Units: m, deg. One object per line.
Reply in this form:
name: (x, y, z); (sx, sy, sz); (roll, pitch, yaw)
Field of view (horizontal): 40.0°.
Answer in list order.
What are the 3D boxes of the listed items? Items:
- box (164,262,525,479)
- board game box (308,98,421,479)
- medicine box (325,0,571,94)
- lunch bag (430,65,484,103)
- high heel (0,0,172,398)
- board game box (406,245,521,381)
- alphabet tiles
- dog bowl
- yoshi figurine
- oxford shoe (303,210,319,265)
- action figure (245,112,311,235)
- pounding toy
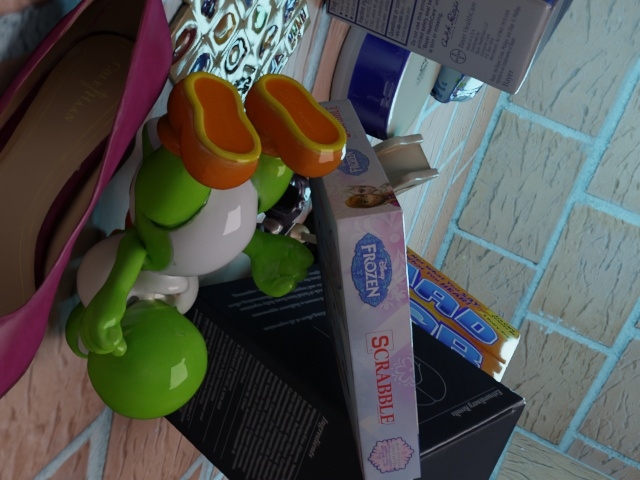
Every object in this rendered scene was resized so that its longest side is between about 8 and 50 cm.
box: (0.022, 0.228, 1.219); (0.294, 0.395, 0.212); (-9, 125, -48)
board game box: (0.041, 0.043, 0.980); (0.318, 0.066, 0.318); (-105, -173, -61)
medicine box: (0.195, -0.373, 1.171); (0.263, 0.289, 0.149); (-55, 165, -35)
lunch bag: (0.244, -0.365, 1.557); (0.090, 0.176, 0.219); (-11, 150, -38)
high heel: (-0.214, -0.038, 0.593); (0.181, 0.127, 0.377); (115, -5, -48)
board game box: (0.095, 0.246, 1.619); (0.356, 0.356, 0.356); (-56, 171, 24)
alphabet tiles: (-0.074, -0.263, 0.960); (0.285, 0.011, 0.342); (-61, 166, -12)
dog bowl: (0.122, -0.296, 1.431); (0.265, 0.104, 0.265); (-58, 165, -25)
yoshi figurine: (-0.119, 0.033, 0.793); (0.362, 0.204, 0.203); (-50, -165, 37)
oxford shoe: (0.000, 0.000, 1.588); (0.227, 0.083, 0.096); (-46, 169, -36)
action figure: (-0.058, -0.078, 1.181); (0.285, 0.099, 0.185); (86, 24, -80)
pounding toy: (0.073, -0.055, 1.463); (0.270, 0.154, 0.154); (-26, 173, 19)
